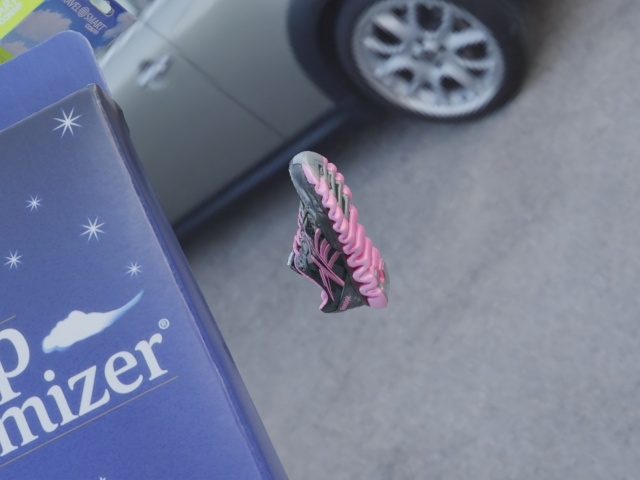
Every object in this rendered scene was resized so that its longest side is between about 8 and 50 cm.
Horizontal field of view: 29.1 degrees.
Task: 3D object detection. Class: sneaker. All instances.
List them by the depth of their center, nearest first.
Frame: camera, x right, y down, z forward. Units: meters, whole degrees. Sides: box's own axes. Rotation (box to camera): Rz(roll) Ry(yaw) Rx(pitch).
[{"bbox_3d":[0.000,0.000,0.779,0.057,0.119,0.047,-16,28,19],"label":"sneaker"}]

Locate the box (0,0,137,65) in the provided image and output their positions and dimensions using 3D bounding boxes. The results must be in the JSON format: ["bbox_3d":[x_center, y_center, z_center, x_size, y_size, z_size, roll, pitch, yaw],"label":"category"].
[{"bbox_3d":[-0.257,-0.166,1.066,0.178,0.042,0.109,-39,-22,6],"label":"box"}]

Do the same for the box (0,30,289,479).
[{"bbox_3d":[-0.102,0.044,0.413,0.136,0.225,0.036,-27,-16,3],"label":"box"}]
